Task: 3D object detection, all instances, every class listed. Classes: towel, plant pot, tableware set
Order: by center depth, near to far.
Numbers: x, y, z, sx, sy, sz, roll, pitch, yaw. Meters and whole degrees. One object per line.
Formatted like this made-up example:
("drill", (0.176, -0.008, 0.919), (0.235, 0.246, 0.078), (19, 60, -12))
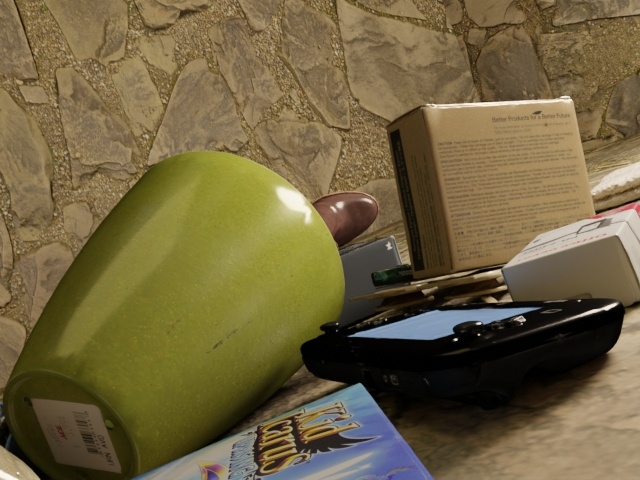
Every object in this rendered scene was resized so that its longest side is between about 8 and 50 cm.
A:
("plant pot", (-0.154, 0.093, 0.792), (0.275, 0.275, 0.293), (-20, 17, 31))
("tableware set", (0.142, 0.067, 0.978), (0.194, 0.039, 0.128), (-15, -4, 43))
("towel", (0.571, -0.120, 1.313), (0.282, 0.049, 0.187), (-21, 2, 30))

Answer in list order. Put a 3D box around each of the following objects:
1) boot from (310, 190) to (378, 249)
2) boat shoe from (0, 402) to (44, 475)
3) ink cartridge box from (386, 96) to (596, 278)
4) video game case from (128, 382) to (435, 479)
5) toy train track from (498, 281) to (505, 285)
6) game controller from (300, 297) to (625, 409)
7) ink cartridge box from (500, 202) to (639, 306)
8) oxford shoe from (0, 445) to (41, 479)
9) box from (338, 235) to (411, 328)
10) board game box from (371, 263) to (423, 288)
("boot", (0.000, 0.000, 1.216), (0.248, 0.090, 0.207), (-20, 14, -12))
("boat shoe", (-0.368, 0.234, 1.020), (0.089, 0.109, 0.258), (-26, 1, -20))
("ink cartridge box", (0.210, -0.065, 0.990), (0.235, 0.193, 0.088), (-7, -5, -27))
("video game case", (-0.064, 0.161, 0.393), (0.244, 0.061, 0.269), (-21, 2, -5))
("toy train track", (0.242, 0.042, 0.972), (0.083, 0.014, 0.048), (-21, 2, 30))
("game controller", (0.100, 0.081, 0.681), (0.166, 0.067, 0.319), (-22, 3, -21))
("ink cartridge box", (0.245, 0.022, 0.760), (0.109, 0.063, 0.150), (-20, 2, 30))
("oxford shoe", (-0.313, 0.232, 0.654), (0.146, 0.140, 0.397), (23, -27, -17))
("box", (-0.019, 0.088, 1.223), (0.261, 0.103, 0.184), (-22, 0, -16))
("board game box", (0.179, 0.034, 1.118), (0.186, 0.026, 0.126), (-9, -4, -25))
